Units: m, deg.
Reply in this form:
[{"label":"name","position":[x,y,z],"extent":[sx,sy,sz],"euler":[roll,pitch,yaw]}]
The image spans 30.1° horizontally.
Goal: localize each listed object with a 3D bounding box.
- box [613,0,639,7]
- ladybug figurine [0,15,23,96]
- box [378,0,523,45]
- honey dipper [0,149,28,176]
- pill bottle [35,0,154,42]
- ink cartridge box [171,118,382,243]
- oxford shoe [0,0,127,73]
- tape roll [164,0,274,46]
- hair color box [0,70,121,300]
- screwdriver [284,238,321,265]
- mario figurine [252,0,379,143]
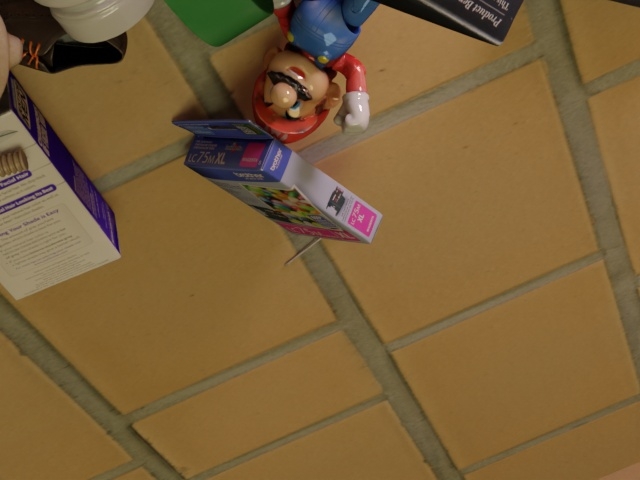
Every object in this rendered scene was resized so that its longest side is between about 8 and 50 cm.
[{"label":"box","position":[0.492,-0.467,1.674],"extent":[0.295,0.073,0.293],"euler":[6,133,-26]},{"label":"ladybug figurine","position":[-0.580,-0.248,1.407],"extent":[0.449,0.162,0.305],"euler":[7,119,-11]},{"label":"box","position":[0.131,-0.453,1.285],"extent":[0.212,0.293,0.396],"euler":[22,99,-36]},{"label":"honey dipper","position":[-0.474,-0.087,1.599],"extent":[0.160,0.030,0.030],"euler":[-15,139,0]},{"label":"pill bottle","position":[-0.312,-0.380,1.403],"extent":[0.161,0.161,0.283],"euler":[-25,139,6]},{"label":"ink cartridge box","position":[-0.071,-0.088,1.802],"extent":[0.185,0.065,0.311],"euler":[7,159,45]},{"label":"oxford shoe","position":[-0.384,-0.270,1.540],"extent":[0.271,0.098,0.097],"euler":[-4,137,-16]},{"label":"tape roll","position":[-0.167,-0.375,1.341],"extent":[0.077,0.321,0.321],"euler":[-29,138,12]},{"label":"hair color box","position":[-0.447,-0.073,1.724],"extent":[0.185,0.110,0.339],"euler":[-22,140,5]},{"label":"screwdriver","position":[0.000,0.000,2.029],"extent":[0.170,0.025,0.024],"euler":[-41,134,22]},{"label":"mario figurine","position":[-0.009,-0.260,1.628],"extent":[0.170,0.198,0.321],"euler":[-2,133,-37]}]
